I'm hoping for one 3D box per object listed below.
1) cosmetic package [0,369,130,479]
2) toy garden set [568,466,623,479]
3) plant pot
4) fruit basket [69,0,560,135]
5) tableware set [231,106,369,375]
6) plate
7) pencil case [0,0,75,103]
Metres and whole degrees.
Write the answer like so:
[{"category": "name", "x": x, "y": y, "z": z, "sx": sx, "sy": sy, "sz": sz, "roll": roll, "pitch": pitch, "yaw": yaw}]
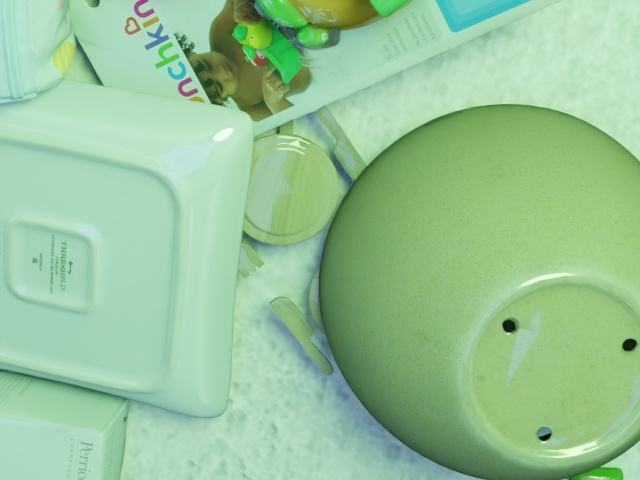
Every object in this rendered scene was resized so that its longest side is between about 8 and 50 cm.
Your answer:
[{"category": "cosmetic package", "x": -0.286, "y": 0.174, "z": 0.916, "sx": 0.231, "sy": 0.085, "sz": 0.117, "roll": 10, "pitch": 107, "yaw": 4}, {"category": "toy garden set", "x": 0.328, "y": 0.297, "z": 0.914, "sx": 0.244, "sy": 0.049, "sz": 0.203, "roll": 2, "pitch": 106, "yaw": 4}, {"category": "plant pot", "x": 0.144, "y": 0.058, "z": 0.771, "sx": 0.284, "sy": 0.191, "sz": 0.284, "roll": -1, "pitch": 105, "yaw": -3}, {"category": "fruit basket", "x": -0.053, "y": -0.238, "z": 0.738, "sx": 0.353, "sy": 0.165, "sz": 0.327, "roll": -22, "pitch": 107, "yaw": 17}, {"category": "tableware set", "x": 0.000, "y": 0.000, "z": 0.866, "sx": 0.128, "sy": 0.039, "sz": 0.194, "roll": -35, "pitch": 105, "yaw": 3}, {"category": "plate", "x": -0.200, "y": 0.010, "z": 0.844, "sx": 0.278, "sy": 0.045, "sz": 0.277, "roll": 12, "pitch": 120, "yaw": 7}, {"category": "pencil case", "x": -0.205, "y": -0.212, "z": 0.688, "sx": 0.124, "sy": 0.113, "sz": 0.273, "roll": 49, "pitch": 147, "yaw": 20}]
